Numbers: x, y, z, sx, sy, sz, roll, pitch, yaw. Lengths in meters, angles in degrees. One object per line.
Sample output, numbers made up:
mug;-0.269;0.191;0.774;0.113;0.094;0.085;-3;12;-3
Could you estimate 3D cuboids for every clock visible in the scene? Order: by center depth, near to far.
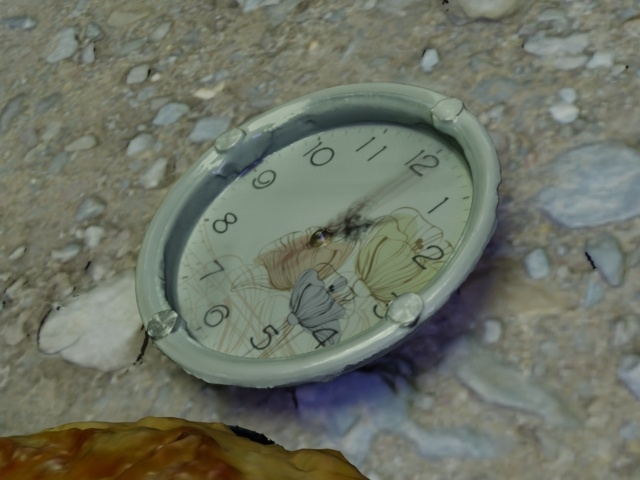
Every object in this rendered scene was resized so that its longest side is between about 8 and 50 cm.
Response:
clock;0.000;0.000;0.738;0.236;0.053;0.236;-15;43;15

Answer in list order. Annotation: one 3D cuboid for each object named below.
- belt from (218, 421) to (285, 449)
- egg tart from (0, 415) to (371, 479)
belt;-0.037;0.180;0.570;0.151;0.078;0.198;-34;45;5
egg tart;-0.140;0.219;0.380;0.443;0.178;0.443;-18;18;6
